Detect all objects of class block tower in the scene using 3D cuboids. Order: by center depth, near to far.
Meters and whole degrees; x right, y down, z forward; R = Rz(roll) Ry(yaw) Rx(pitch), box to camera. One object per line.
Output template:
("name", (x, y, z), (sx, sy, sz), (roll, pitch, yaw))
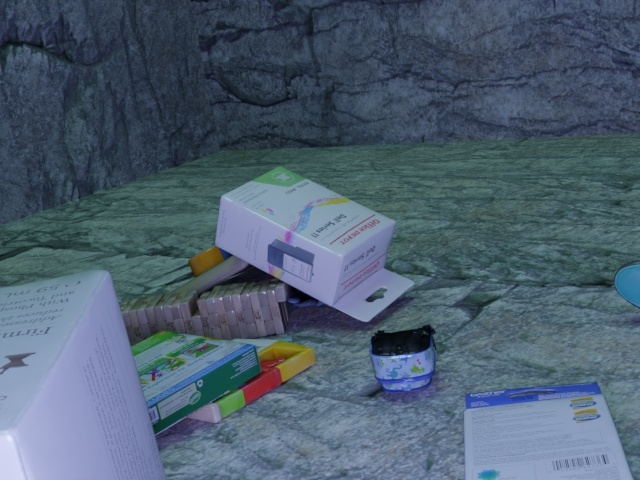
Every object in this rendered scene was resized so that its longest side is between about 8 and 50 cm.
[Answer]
("block tower", (-0.220, 0.145, 2.052), (0.335, 0.097, 0.091), (-10, 14, 8))

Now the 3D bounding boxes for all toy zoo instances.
("toy zoo", (-0.144, 0.223, 1.806), (0.192, 0.030, 0.293), (2, 19, 41))

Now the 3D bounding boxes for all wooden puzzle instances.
("wooden puzzle", (-0.146, 0.014, 2.318), (0.322, 0.080, 0.348), (-28, -1, 45))

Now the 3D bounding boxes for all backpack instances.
("backpack", (0.129, 0.187, 1.641), (0.105, 0.084, 0.114), (-8, 10, 7))

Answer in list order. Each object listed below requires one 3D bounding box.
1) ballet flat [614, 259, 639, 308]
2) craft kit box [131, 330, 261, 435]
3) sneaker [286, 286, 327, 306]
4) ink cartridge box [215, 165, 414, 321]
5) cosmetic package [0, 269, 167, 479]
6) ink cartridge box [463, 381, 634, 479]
("ballet flat", (0.618, 0.084, 1.713), (0.280, 0.095, 0.096), (10, 13, 30))
("craft kit box", (-0.267, 0.226, 1.717), (0.246, 0.061, 0.250), (7, 25, 44))
("sneaker", (-0.035, 0.075, 2.173), (0.125, 0.104, 0.262), (-21, 17, -30))
("ink cartridge box", (0.000, 0.000, 2.046), (0.353, 0.119, 0.207), (27, 34, 23))
("cosmetic package", (-0.376, 0.267, 1.128), (0.329, 0.327, 0.394), (-9, 19, 4))
("ink cartridge box", (0.268, 0.261, 1.293), (0.185, 0.065, 0.311), (-8, 16, 9))
